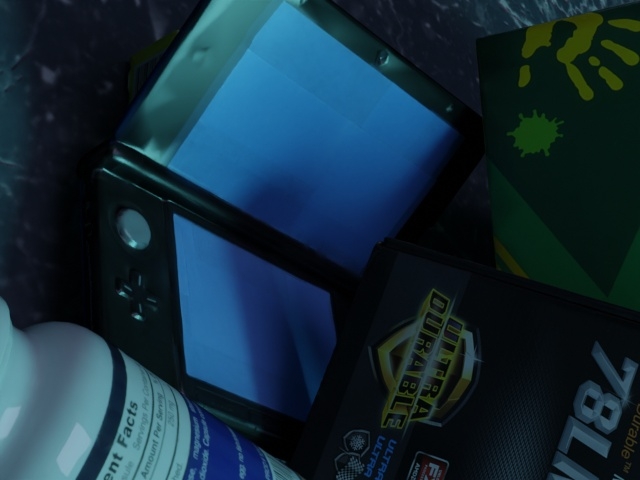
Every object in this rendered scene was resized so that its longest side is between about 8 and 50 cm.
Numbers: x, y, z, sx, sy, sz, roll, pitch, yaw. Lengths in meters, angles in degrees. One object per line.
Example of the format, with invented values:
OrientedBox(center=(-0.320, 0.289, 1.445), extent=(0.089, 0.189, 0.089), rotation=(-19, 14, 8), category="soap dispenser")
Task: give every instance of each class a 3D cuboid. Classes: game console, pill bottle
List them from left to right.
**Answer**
OrientedBox(center=(-0.126, 0.136, 0.653), extent=(0.264, 0.153, 0.153), rotation=(41, 45, -29), category="pill bottle")
OrientedBox(center=(0.000, 0.000, 0.834), extent=(0.293, 0.173, 0.250), rotation=(29, 40, -42), category="game console")

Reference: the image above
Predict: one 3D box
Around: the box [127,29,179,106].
OrientedBox(center=(-0.040, -0.070, 0.936), extent=(0.232, 0.058, 0.087), rotation=(24, 56, -40), category="box")

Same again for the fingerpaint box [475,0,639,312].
OrientedBox(center=(0.274, 0.082, 1.026), extent=(0.445, 0.163, 0.371), rotation=(48, 36, -57), category="fingerpaint box")

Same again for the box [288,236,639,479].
OrientedBox(center=(0.121, 0.176, 0.740), extent=(0.295, 0.293, 0.073), rotation=(-67, 155, -11), category="box")
